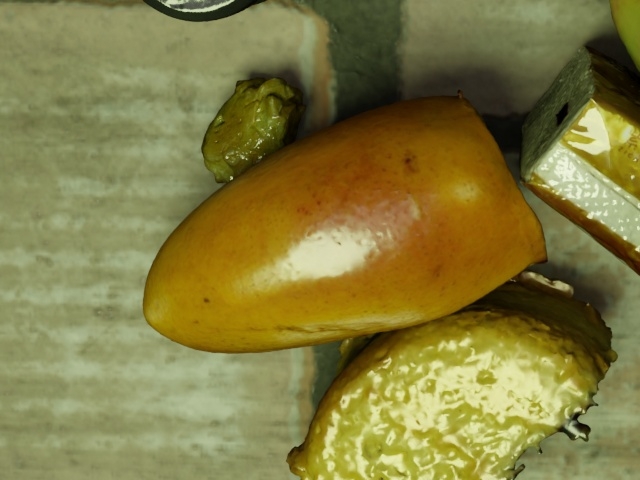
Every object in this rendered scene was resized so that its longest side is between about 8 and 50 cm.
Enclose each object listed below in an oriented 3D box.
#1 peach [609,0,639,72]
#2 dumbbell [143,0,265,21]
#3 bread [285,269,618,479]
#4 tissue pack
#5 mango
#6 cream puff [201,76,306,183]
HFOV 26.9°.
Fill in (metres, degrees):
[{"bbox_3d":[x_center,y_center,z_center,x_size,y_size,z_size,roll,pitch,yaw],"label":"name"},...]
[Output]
[{"bbox_3d":[0.336,-0.163,0.763,0.316,0.314,0.281,10,80,-21],"label":"peach"},{"bbox_3d":[-0.063,-0.194,0.847,0.100,0.191,0.100,1,104,5],"label":"dumbbell"},{"bbox_3d":[0.070,0.118,0.924,0.147,0.160,0.260,45,108,1],"label":"bread"},{"bbox_3d":[0.239,-0.020,0.862,0.226,0.183,0.092,33,112,-3],"label":"tissue pack"},{"bbox_3d":[0.000,0.000,0.877,0.257,0.187,0.138,-22,98,-2],"label":"mango"},{"bbox_3d":[-0.043,-0.074,0.937,0.083,0.058,0.083,1,75,42],"label":"cream puff"}]
